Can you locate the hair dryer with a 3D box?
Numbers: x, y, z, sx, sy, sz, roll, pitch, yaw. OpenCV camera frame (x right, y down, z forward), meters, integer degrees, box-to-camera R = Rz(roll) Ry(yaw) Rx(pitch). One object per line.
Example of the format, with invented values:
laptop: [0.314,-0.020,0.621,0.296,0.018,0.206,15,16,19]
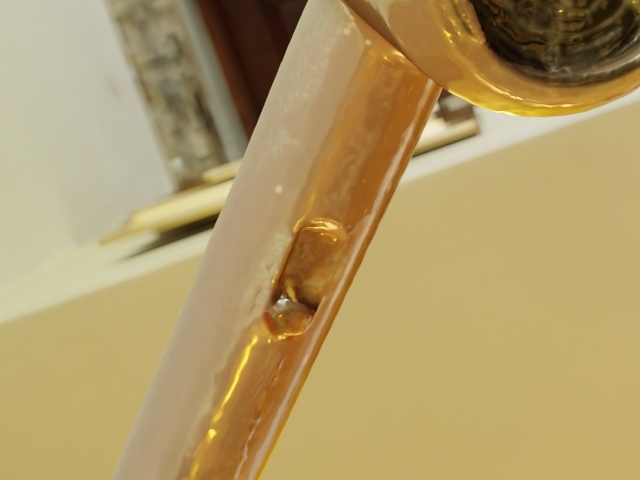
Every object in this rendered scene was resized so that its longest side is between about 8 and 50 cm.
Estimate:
hair dryer: [0.000,0.000,0.596,0.344,0.106,0.189,-67,22,14]
